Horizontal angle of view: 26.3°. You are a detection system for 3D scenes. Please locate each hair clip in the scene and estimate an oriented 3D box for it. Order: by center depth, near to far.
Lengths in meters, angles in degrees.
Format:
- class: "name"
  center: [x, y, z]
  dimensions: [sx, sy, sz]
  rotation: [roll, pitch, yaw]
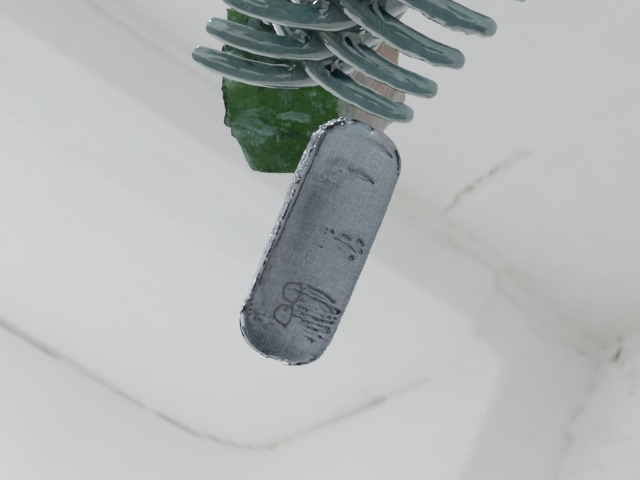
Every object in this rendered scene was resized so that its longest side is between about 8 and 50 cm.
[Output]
- class: "hair clip"
  center: [0.043, -0.250, 0.999]
  dimensions: [0.392, 0.238, 0.318]
  rotation: [20, -19, -11]

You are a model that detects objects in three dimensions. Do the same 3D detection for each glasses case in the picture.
- class: "glasses case"
  center: [0.000, 0.000, 1.497]
  dimensions: [0.109, 0.282, 0.067]
  rotation: [26, -10, -14]

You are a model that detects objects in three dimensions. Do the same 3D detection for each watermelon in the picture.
- class: "watermelon"
  center: [0.021, -0.239, 1.881]
  dimensions: [0.151, 0.302, 0.264]
  rotation: [24, -48, 38]
